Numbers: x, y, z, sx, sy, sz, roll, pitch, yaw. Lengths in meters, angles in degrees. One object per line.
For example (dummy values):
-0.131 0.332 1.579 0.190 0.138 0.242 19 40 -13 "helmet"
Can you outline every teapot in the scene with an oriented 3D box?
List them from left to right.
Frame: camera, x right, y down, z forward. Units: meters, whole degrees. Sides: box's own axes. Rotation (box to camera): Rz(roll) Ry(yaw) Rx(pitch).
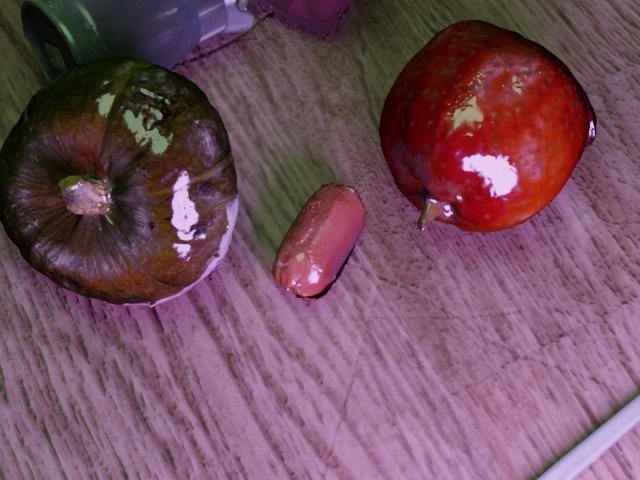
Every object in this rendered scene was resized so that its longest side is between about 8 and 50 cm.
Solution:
-0.208 -0.252 1.647 0.225 0.171 0.203 -30 37 -23 "teapot"

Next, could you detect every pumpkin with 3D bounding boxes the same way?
-0.210 -0.058 1.483 0.260 0.189 0.260 4 105 15 "pumpkin"

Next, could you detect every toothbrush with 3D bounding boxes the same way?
0.333 0.160 1.506 0.342 0.025 0.030 -39 63 -19 "toothbrush"

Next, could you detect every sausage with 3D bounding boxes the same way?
0.000 0.000 1.555 0.076 0.076 0.141 25 66 11 "sausage"

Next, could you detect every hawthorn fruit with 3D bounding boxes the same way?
0.162 -0.106 1.553 0.215 0.215 0.250 27 72 12 "hawthorn fruit"

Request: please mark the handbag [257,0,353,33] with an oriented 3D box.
0.002 -0.346 1.650 0.146 0.225 0.135 33 58 -1 "handbag"
